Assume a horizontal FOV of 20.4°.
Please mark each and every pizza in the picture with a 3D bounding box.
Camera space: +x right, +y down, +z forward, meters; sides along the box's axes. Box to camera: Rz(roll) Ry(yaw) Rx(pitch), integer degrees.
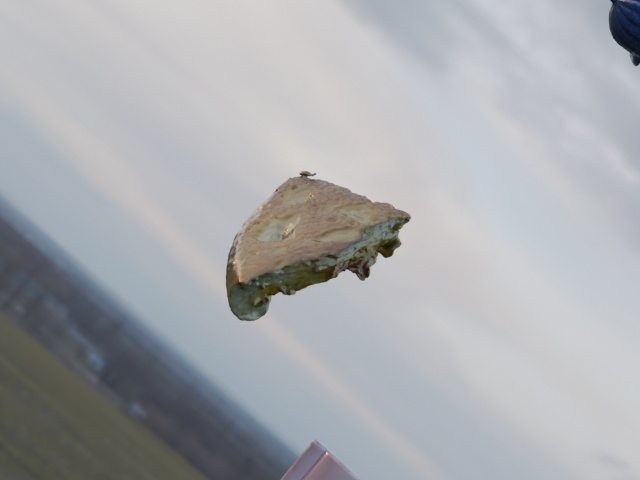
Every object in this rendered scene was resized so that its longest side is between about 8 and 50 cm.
[{"bbox_3d":[0.000,0.000,1.522,0.182,0.161,0.062,-87,162,-62],"label":"pizza"}]

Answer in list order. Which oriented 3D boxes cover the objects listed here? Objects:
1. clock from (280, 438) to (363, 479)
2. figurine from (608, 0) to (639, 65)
[{"bbox_3d":[0.077,0.311,1.683,0.290,0.080,0.275,40,-5,13],"label":"clock"},{"bbox_3d":[0.316,-0.173,1.501,0.149,0.086,0.087,23,17,19],"label":"figurine"}]
